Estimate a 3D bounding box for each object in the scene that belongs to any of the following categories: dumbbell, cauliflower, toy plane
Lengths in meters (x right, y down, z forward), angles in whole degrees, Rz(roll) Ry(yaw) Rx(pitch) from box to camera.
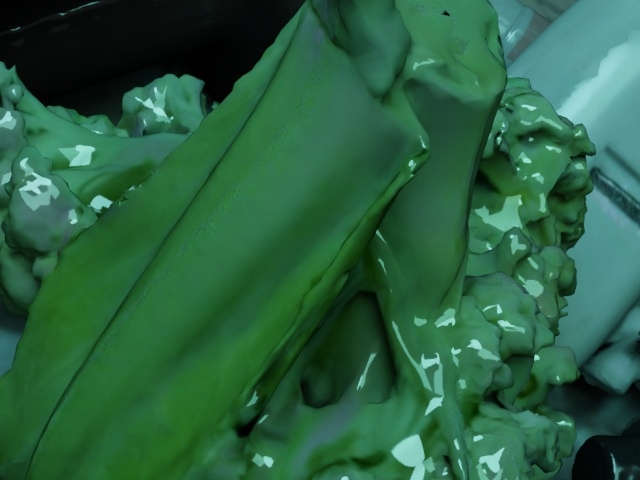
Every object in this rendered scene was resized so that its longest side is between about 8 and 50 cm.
[{"bbox_3d":[-0.109,-0.088,0.776,0.225,0.140,0.124,-21,88,-25],"label":"dumbbell"},{"bbox_3d":[0.000,0.000,0.610,0.239,0.315,0.256,9,44,-14],"label":"cauliflower"},{"bbox_3d":[0.109,-0.036,0.817,0.252,0.118,0.252,-6,104,-27],"label":"toy plane"}]

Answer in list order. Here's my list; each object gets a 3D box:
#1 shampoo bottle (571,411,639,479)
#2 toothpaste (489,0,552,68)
[{"bbox_3d":[0.231,0.106,0.833,0.246,0.080,0.079,2,65,-17],"label":"shampoo bottle"},{"bbox_3d":[0.140,-0.056,0.902,0.194,0.043,0.067,37,65,-7],"label":"toothpaste"}]
